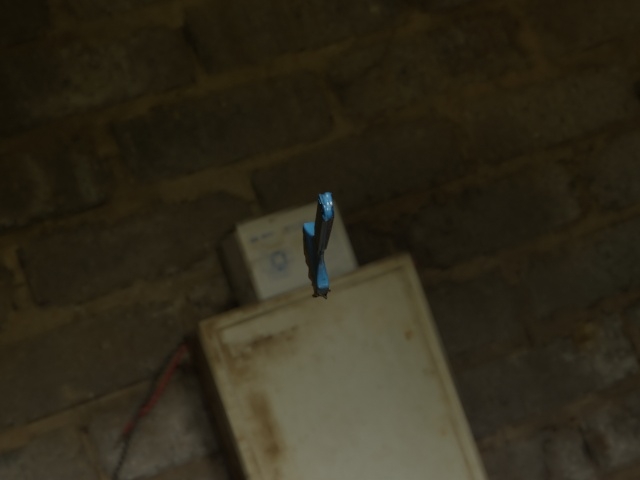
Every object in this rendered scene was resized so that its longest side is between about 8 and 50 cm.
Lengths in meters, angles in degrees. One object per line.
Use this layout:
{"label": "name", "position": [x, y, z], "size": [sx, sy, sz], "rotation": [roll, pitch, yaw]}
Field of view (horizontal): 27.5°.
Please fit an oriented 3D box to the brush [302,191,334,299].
{"label": "brush", "position": [0.000, 0.000, 0.899], "size": [0.014, 0.051, 0.164], "rotation": [-13, -15, -6]}
